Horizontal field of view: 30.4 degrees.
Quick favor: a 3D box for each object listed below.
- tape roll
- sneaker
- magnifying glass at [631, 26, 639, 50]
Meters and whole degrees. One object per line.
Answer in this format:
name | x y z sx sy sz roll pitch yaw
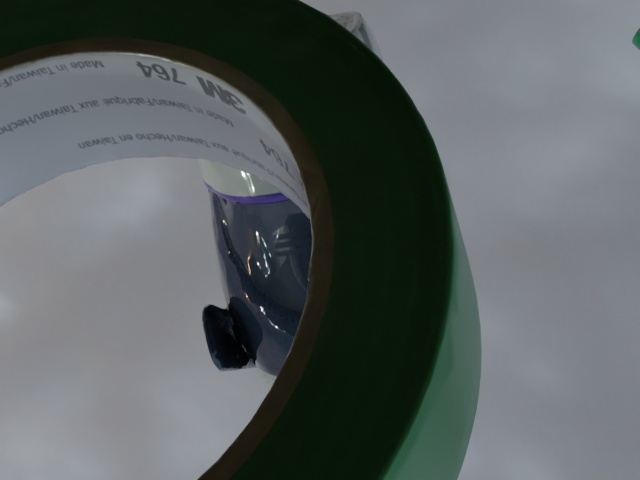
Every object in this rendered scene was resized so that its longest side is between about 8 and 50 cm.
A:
tape roll | -0.102 0.036 0.456 0.321 0.077 0.321 -8 -124 12
sneaker | 0.001 0.000 0.733 0.130 0.236 0.323 -14 -159 3
magnifying glass | 0.520 -0.354 1.626 0.026 0.092 0.231 45 -73 15
